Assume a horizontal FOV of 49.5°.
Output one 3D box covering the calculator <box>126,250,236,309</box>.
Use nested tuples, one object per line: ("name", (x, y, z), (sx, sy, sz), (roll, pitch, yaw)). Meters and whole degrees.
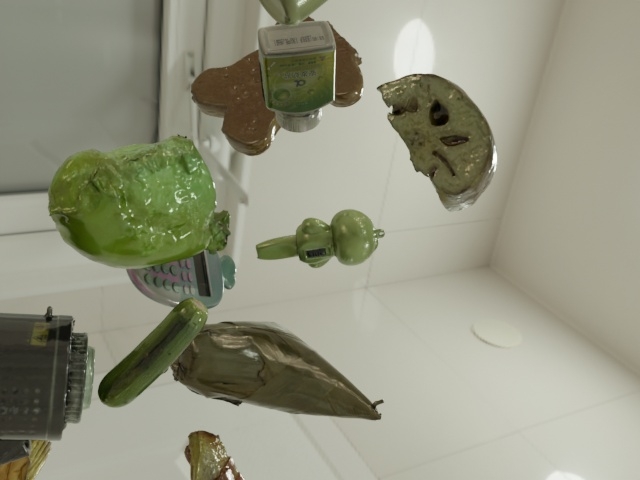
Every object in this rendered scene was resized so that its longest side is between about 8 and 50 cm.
("calculator", (-0.284, 0.055, 1.444), (0.041, 0.299, 0.185), (-23, -110, 31))

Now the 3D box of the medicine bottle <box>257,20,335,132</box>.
("medicine bottle", (-0.042, -0.293, 1.257), (0.188, 0.132, 0.088), (90, -11, -53))

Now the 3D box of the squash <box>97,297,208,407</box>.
("squash", (-0.272, 0.185, 1.126), (0.229, 0.066, 0.066), (-46, -135, 4))

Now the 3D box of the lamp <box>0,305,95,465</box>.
("lamp", (-0.498, 0.204, 1.099), (0.205, 0.272, 0.373), (-126, -154, -61))

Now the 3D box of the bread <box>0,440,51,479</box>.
("bread", (-0.665, 0.402, 1.359), (0.133, 0.250, 0.178), (-95, -156, -71))

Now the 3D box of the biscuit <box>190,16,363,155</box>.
("biscuit", (-0.094, -0.384, 1.729), (0.368, 0.394, 0.076), (49, -8, 33))

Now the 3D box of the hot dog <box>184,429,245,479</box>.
("hot dog", (-0.195, 0.485, 1.342), (0.261, 0.093, 0.123), (58, 3, -1))

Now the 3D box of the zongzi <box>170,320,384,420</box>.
("zongzi", (-0.139, 0.290, 1.474), (0.418, 0.447, 0.181), (22, -83, 39))

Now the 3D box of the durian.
("durian", (-0.306, -0.065, 1.183), (0.204, 0.340, 0.255), (47, -42, 30))

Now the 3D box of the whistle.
("whistle", (0.002, -0.007, 1.623), (0.141, 0.294, 0.141), (0, 90, -81))

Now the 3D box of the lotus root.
("lotus root", (0.191, -0.168, 1.089), (0.234, 0.138, 0.119), (57, 8, 8))

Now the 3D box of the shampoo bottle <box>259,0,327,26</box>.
("shampoo bottle", (0.002, -0.323, 0.803), (0.079, 0.162, 0.079), (47, -11, 12))
